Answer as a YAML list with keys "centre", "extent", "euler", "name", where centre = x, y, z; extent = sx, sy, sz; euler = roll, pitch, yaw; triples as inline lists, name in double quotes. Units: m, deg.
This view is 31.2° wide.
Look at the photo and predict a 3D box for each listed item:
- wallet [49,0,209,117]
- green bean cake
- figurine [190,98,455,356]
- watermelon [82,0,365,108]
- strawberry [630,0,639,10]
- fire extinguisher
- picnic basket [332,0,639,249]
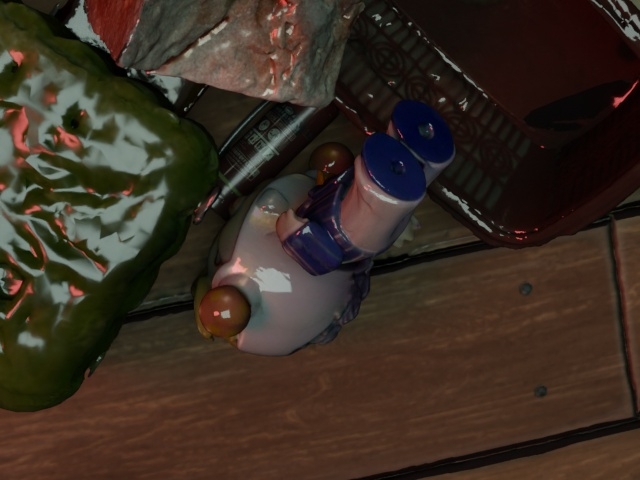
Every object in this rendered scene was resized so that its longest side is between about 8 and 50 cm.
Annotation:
- centre: [-0.178, -0.113, 0.905]
  extent: [0.137, 0.031, 0.255]
  euler: [38, 91, -12]
  name: "wallet"
- centre: [-0.224, -0.032, 0.818]
  extent: [0.247, 0.156, 0.250]
  euler: [35, 94, -6]
  name: "green bean cake"
- centre: [0.006, -0.008, 0.856]
  extent: [0.133, 0.194, 0.274]
  euler: [40, 121, -9]
  name: "figurine"
- centre: [-0.073, -0.201, 0.735]
  extent: [0.193, 0.310, 0.231]
  euler: [4, 61, -47]
  name: "watermelon"
- centre: [0.280, -0.228, 0.937]
  extent: [0.187, 0.082, 0.146]
  euler: [-42, 108, -5]
  name: "strawberry"
- centre: [-0.035, -0.084, 0.927]
  extent: [0.158, 0.043, 0.064]
  euler: [-44, 61, -1]
  name: "fire extinguisher"
- centre: [0.130, -0.152, 0.869]
  extent: [0.297, 0.129, 0.222]
  euler: [43, 126, -7]
  name: "picnic basket"
